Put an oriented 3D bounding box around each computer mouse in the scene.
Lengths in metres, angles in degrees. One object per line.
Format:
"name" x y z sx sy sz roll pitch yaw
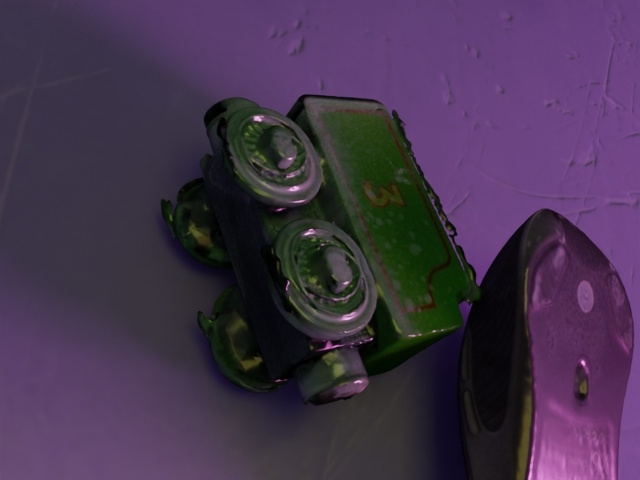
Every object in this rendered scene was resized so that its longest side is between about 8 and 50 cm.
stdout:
"computer mouse" 0.159 0.156 0.510 0.167 0.090 0.380 26 66 -33

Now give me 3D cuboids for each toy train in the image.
"toy train" 0.000 0.000 0.510 0.188 0.132 0.243 -4 63 -36
